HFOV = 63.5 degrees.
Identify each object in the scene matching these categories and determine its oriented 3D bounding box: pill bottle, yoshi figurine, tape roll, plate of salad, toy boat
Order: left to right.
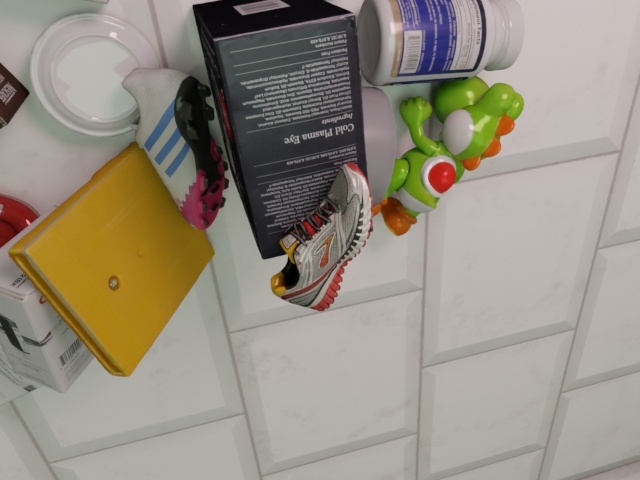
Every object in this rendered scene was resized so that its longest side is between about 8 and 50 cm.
[{"bbox_3d":[-0.600,-0.003,0.884,0.231,0.151,0.150,16,115,-24],"label":"toy boat"},{"bbox_3d":[-0.366,-0.270,0.855,0.200,0.048,0.199,-13,122,-22],"label":"plate of salad"},{"bbox_3d":[0.061,-0.168,0.942,0.073,0.219,0.219,-1,120,-16],"label":"tape roll"},{"bbox_3d":[0.227,-0.190,1.041,0.362,0.204,0.203,-42,83,27],"label":"yoshi figurine"},{"bbox_3d":[0.209,-0.357,0.911,0.265,0.153,0.153,-7,122,-13],"label":"pill bottle"}]

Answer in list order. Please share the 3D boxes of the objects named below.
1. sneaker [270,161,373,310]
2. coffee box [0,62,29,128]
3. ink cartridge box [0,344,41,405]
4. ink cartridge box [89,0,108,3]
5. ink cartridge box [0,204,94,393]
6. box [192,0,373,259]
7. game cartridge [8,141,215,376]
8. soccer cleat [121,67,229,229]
[{"bbox_3d":[0.000,0.000,0.693,0.093,0.088,0.225,12,115,-24],"label":"sneaker"},{"bbox_3d":[-0.611,-0.162,0.774,0.297,0.168,0.118,-33,124,5],"label":"coffee box"},{"bbox_3d":[-0.640,0.236,1.052,0.220,0.092,0.160,-25,125,-1],"label":"ink cartridge box"},{"bbox_3d":[-0.399,-0.431,0.723,0.203,0.085,0.148,3,120,-19],"label":"ink cartridge box"},{"bbox_3d":[-0.464,0.105,0.917,0.114,0.197,0.272,19,134,9],"label":"ink cartridge box"},{"bbox_3d":[-0.066,-0.200,0.809,0.179,0.343,0.312,-15,123,-9],"label":"box"},{"bbox_3d":[-0.329,0.021,0.901,0.053,0.323,0.285,-4,127,25],"label":"game cartridge"},{"bbox_3d":[-0.252,-0.158,0.914,0.143,0.116,0.331,17,140,12],"label":"soccer cleat"}]
